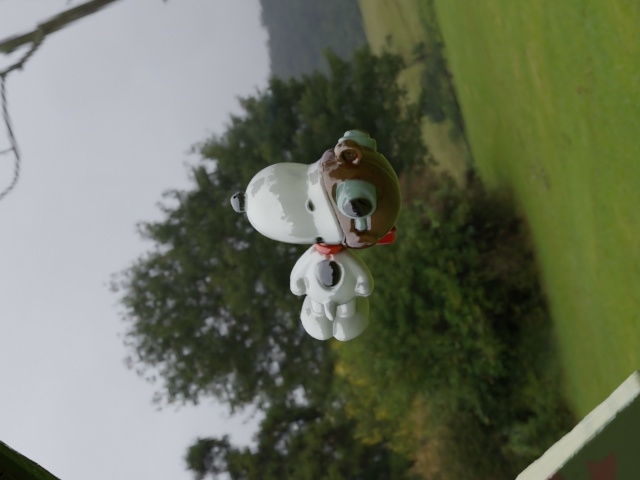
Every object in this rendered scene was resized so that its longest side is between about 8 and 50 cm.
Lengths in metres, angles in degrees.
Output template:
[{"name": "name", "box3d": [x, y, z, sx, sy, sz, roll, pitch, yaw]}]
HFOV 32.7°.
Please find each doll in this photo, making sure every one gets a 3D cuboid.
[{"name": "doll", "box3d": [0.007, 0.001, 0.388, 0.040, 0.058, 0.085, -80, -30, -47]}]

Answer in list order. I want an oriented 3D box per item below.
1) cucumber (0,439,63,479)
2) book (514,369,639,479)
[{"name": "cucumber", "box3d": [-0.234, 0.163, 0.767, 0.284, 0.056, 0.056, 39, -157, -26]}, {"name": "book", "box3d": [0.153, 0.238, 0.709, 0.201, 0.289, 0.026, 43, -174, -27]}]
